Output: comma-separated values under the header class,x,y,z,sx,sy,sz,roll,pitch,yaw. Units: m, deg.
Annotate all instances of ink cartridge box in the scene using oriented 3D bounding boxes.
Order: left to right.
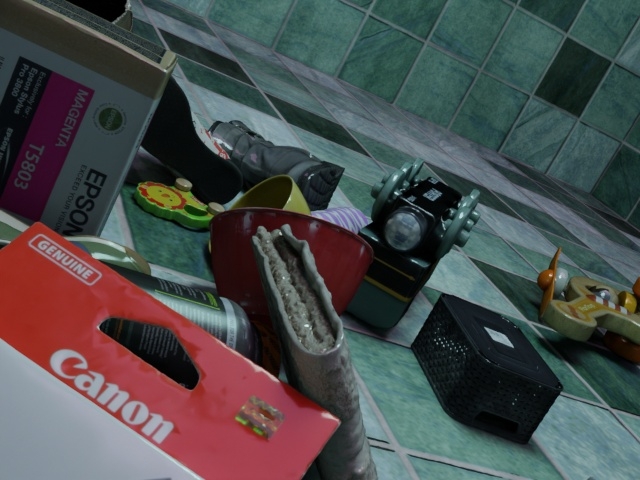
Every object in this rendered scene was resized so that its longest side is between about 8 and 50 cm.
class,x,y,z,sx,sy,sz,roll,pitch,yaw
ink cartridge box,-0.273,-0.110,0.874,0.193,0.235,0.088,24,17,-12
ink cartridge box,-0.149,0.106,0.541,0.275,0.060,0.239,31,50,11

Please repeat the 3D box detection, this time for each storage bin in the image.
class,x,y,z,sx,sy,sz,roll,pitch,yaw
storage bin,0.200,0.152,1.113,0.122,0.084,0.180,22,18,-19

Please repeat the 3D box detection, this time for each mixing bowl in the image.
class,x,y,z,sx,sy,sz,roll,pitch,yaw
mixing bowl,-0.039,0.046,0.963,0.181,0.098,0.181,10,-20,3

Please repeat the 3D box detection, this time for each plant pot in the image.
class,x,y,z,sx,sy,sz,roll,pitch,yaw
plant pot,-0.057,0.000,1.118,0.095,0.134,0.134,48,7,-26

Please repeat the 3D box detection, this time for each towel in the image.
class,x,y,z,sx,sy,sz,roll,pitch,yaw
towel,-0.004,0.105,0.764,0.049,0.187,0.282,-16,24,-5

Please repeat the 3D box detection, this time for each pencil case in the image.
class,x,y,z,sx,sy,sz,roll,pitch,yaw
pencil case,0.000,0.000,1.262,0.206,0.088,0.086,-10,78,-65

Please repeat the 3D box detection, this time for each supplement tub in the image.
class,x,y,z,sx,sy,sz,roll,pitch,yaw
supplement tub,-0.134,0.087,0.713,0.190,0.117,0.117,19,19,-26

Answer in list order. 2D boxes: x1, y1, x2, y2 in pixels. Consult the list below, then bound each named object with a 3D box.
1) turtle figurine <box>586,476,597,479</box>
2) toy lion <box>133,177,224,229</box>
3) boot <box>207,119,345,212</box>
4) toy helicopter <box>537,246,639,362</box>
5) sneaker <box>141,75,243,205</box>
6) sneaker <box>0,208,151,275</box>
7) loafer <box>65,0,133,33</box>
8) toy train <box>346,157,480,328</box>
class,x,y,z,sx,sy,sz,roll,pitch,yaw
turtle figurine,0.325,0.246,0.645,0.198,0.266,0.274,55,37,1
toy lion,-0.189,-0.047,1.185,0.100,0.034,0.096,35,25,21
boot,-0.092,-0.108,1.416,0.222,0.118,0.338,26,5,2
toy helicopter,0.460,0.110,1.574,0.235,0.140,0.355,34,20,26
sneaker,-0.220,-0.163,1.254,0.145,0.090,0.270,41,-7,43
sneaker,-0.245,0.031,0.815,0.192,0.064,0.086,21,25,-22
loafer,-0.358,-0.217,1.035,0.134,0.130,0.366,42,47,6
toy train,0.121,-0.001,1.256,0.142,0.190,0.334,31,16,8
